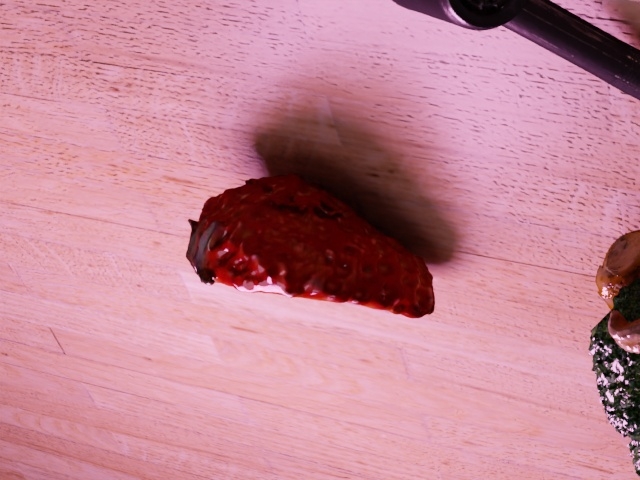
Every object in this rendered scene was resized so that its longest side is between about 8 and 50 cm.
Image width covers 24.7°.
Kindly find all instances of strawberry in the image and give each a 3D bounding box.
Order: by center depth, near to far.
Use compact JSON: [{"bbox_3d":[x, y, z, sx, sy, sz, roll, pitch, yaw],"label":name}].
[{"bbox_3d":[0.000,0.000,1.336,0.236,0.111,0.190,10,180,-14],"label":"strawberry"}]

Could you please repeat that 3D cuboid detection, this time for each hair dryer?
[{"bbox_3d":[0.169,-0.147,1.010,0.255,0.070,0.128,23,-172,-19],"label":"hair dryer"}]

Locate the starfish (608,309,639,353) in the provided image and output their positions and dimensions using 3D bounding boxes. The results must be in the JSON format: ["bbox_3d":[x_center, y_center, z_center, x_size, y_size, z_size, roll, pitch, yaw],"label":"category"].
[{"bbox_3d":[0.348,-0.036,0.975,0.375,0.094,0.327,-44,73,20],"label":"starfish"}]

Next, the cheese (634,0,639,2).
[{"bbox_3d":[0.144,-0.240,0.912,0.249,0.071,0.163,20,147,11],"label":"cheese"}]

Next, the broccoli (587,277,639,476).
[{"bbox_3d":[0.361,0.093,1.114,0.294,0.265,0.245,-23,167,6],"label":"broccoli"}]

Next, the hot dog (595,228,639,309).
[{"bbox_3d":[0.328,0.100,1.257,0.289,0.083,0.068,47,164,-32],"label":"hot dog"}]
